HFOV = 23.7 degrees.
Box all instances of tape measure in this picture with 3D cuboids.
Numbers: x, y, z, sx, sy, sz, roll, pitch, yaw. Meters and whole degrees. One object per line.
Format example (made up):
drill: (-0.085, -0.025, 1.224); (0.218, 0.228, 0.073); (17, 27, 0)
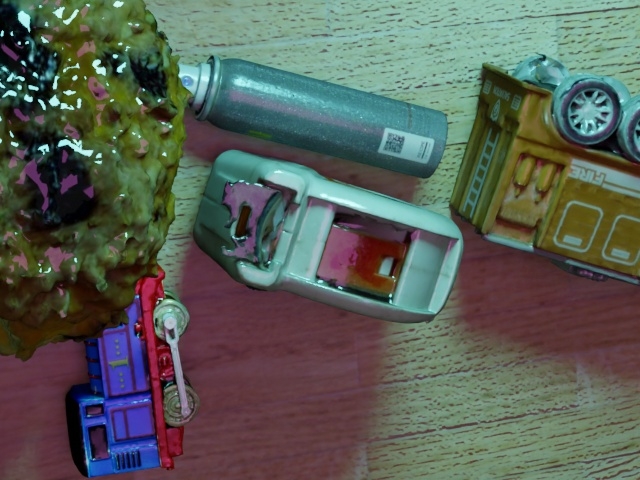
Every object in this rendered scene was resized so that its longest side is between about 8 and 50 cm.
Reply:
tape measure: (0.000, 0.000, 1.463); (0.265, 0.258, 0.130); (18, 91, -17)

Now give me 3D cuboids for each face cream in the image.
face cream: (-0.011, -0.128, 1.537); (0.283, 0.073, 0.073); (13, 95, -17)

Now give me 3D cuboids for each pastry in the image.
pastry: (-0.297, -0.104, 1.358); (0.405, 0.292, 0.337); (31, 79, -8)

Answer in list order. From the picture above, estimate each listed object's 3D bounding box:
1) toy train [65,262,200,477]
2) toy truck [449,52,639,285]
toy train: (-0.192, 0.129, 1.526); (0.131, 0.083, 0.204); (-7, 100, -12)
toy truck: (0.340, -0.049, 1.597); (0.388, 0.173, 0.207); (16, 101, -14)
